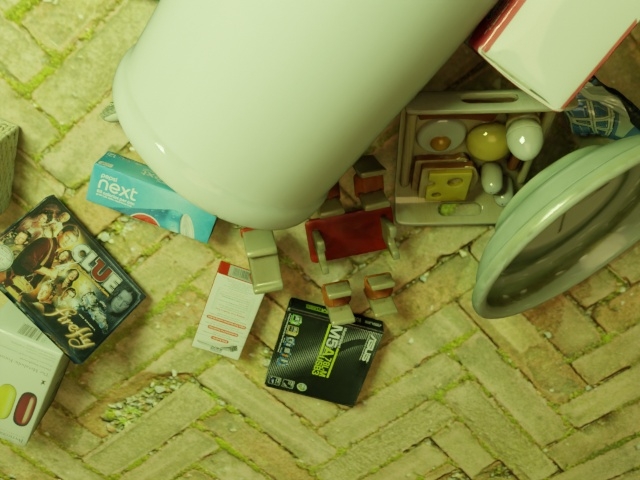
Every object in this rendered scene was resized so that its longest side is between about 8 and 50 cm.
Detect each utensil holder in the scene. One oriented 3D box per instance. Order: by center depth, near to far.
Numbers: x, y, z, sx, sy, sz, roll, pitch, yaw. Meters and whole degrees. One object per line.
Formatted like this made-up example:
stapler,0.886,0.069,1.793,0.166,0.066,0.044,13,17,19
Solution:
utensil holder,-0.022,-0.256,0.748,0.327,0.328,0.385,34,126,-14

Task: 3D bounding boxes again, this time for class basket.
basket,-0.559,-0.116,0.999,0.103,0.113,0.167,16,115,-11

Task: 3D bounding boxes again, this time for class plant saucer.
plant saucer,0.381,-0.035,0.946,0.400,0.101,0.401,-23,150,-14

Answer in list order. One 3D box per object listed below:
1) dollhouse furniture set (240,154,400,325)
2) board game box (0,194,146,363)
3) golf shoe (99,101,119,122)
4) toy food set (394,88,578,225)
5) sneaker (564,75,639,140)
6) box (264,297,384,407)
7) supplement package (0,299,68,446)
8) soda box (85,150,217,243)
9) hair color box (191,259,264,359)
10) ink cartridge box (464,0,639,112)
dollhouse furniture set,0.000,0.000,1.052,0.258,0.135,0.262,-11,116,-6
board game box,-0.437,0.066,1.060,0.042,0.165,0.243,-11,123,49
golf shoe,-0.255,-0.197,0.977,0.176,0.069,0.086,-11,121,8
toy food set,0.226,-0.108,0.923,0.219,0.093,0.306,-2,151,3
sneaker,0.427,-0.194,0.957,0.211,0.080,0.081,34,119,-4
box,0.005,0.215,1.181,0.184,0.045,0.191,17,116,-4
supplement package,-0.550,0.235,1.157,0.138,0.134,0.244,25,114,-10
soda box,-0.271,-0.072,1.036,0.209,0.067,0.071,21,115,-8
hair color box,-0.166,0.129,1.139,0.093,0.053,0.167,19,114,-9
ink cartridge box,0.281,-0.314,0.769,0.131,0.306,0.226,30,113,-13
